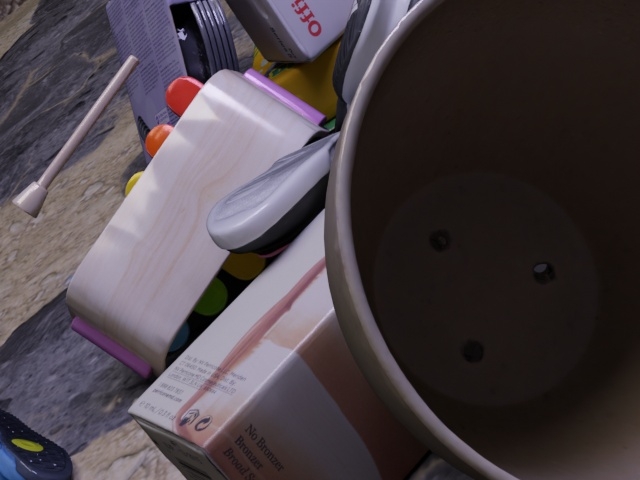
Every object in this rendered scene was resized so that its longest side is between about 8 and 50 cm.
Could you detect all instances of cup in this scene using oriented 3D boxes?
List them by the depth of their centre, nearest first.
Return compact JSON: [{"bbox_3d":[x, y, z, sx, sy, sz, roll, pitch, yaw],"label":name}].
[{"bbox_3d":[0.142,0.013,0.888,0.331,0.331,0.237,-45,1,-18],"label":"cup"}]

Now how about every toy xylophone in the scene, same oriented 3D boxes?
[{"bbox_3d":[-0.143,-0.041,1.373,0.323,0.236,0.081,-48,-10,-3],"label":"toy xylophone"}]

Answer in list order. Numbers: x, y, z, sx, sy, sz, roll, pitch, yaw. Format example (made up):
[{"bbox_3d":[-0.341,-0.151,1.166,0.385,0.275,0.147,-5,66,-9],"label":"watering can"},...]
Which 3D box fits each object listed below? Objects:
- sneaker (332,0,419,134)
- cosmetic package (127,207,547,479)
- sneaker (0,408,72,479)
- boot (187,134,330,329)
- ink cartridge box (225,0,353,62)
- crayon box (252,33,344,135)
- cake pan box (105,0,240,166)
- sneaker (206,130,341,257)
[{"bbox_3d":[0.153,-0.144,1.329,0.447,0.257,0.169,-18,-56,-87],"label":"sneaker"},{"bbox_3d":[0.024,0.083,1.057,0.296,0.153,0.129,-47,28,-19],"label":"cosmetic package"},{"bbox_3d":[-0.306,0.223,1.374,0.209,0.069,0.082,18,91,51],"label":"sneaker"},{"bbox_3d":[-0.102,0.004,1.464,0.305,0.112,0.115,-38,1,-5],"label":"boot"},{"bbox_3d":[0.003,-0.361,1.620,0.273,0.198,0.115,-44,25,-19],"label":"ink cartridge box"},{"bbox_3d":[0.021,-0.231,1.708,0.203,0.083,0.323,-30,25,14],"label":"crayon box"},{"bbox_3d":[-0.166,-0.196,1.634,0.070,0.246,0.267,-16,-2,-21],"label":"cake pan box"},{"bbox_3d":[0.000,0.000,1.197,0.104,0.147,0.296,-23,6,18],"label":"sneaker"}]
